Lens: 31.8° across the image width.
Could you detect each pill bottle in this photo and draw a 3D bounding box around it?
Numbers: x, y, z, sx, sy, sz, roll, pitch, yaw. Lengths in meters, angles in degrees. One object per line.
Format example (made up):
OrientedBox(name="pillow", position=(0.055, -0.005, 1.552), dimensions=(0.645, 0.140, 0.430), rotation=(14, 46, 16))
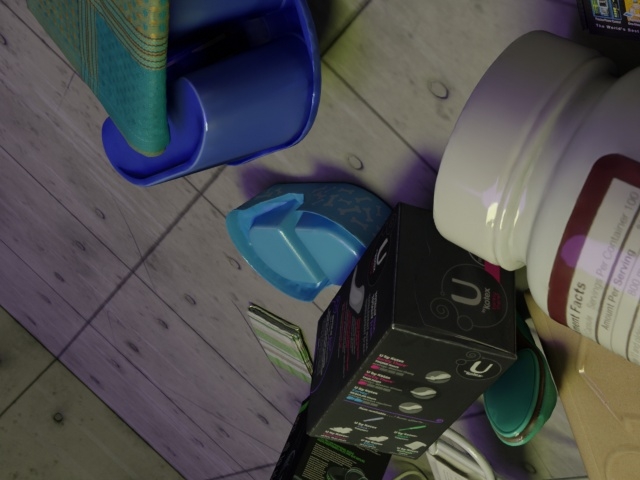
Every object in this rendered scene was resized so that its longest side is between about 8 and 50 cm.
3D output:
OrientedBox(name="pill bottle", position=(0.297, 0.001, 0.840), dimensions=(0.392, 0.224, 0.224), rotation=(30, 152, 25))

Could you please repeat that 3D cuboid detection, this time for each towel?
OrientedBox(name="towel", position=(-0.208, -0.279, 1.021), dimensions=(0.271, 0.040, 0.370), rotation=(51, 151, 25))
OrientedBox(name="towel", position=(-0.060, 0.173, 1.856), dimensions=(0.113, 0.023, 0.152), rotation=(27, 153, 33))

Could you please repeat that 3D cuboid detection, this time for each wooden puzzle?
OrientedBox(name="wooden puzzle", position=(0.378, 0.189, 1.123), dimensions=(0.348, 0.080, 0.322), rotation=(2, 117, 60))

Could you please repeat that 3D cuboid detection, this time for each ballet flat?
OrientedBox(name="ballet flat", position=(0.221, 0.148, 1.242), dimensions=(0.087, 0.083, 0.247), rotation=(41, -161, -26))

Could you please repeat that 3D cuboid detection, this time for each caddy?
OrientedBox(name="caddy", position=(-0.127, -0.194, 1.197), dimensions=(0.341, 0.179, 0.241), rotation=(-10, 100, 59))

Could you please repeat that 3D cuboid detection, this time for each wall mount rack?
OrientedBox(name="wall mount rack", position=(0.279, 0.344, 1.530), dimensions=(0.304, 0.130, 0.350), rotation=(27, 151, 36))

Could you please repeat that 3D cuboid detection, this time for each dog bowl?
OrientedBox(name="dog bowl", position=(0.000, 0.000, 1.433), dimensions=(0.297, 0.074, 0.166), rotation=(2, 134, 53))

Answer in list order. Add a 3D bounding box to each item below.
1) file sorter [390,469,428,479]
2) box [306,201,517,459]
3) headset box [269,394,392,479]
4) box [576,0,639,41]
OrientedBox(name="file sorter", position=(0.170, 0.531, 1.798), dimensions=(0.193, 0.173, 0.277), rotation=(56, 178, -27))
OrientedBox(name="box", position=(0.098, 0.109, 1.249), dimensions=(0.143, 0.165, 0.270), rotation=(15, 144, -12))
OrientedBox(name="headset box", position=(0.011, 0.357, 1.752), dimensions=(0.131, 0.283, 0.246), rotation=(27, 156, -4))
OrientedBox(name="box", position=(0.279, -0.217, 0.713), dimensions=(0.270, 0.060, 0.216), rotation=(19, 147, 39))
